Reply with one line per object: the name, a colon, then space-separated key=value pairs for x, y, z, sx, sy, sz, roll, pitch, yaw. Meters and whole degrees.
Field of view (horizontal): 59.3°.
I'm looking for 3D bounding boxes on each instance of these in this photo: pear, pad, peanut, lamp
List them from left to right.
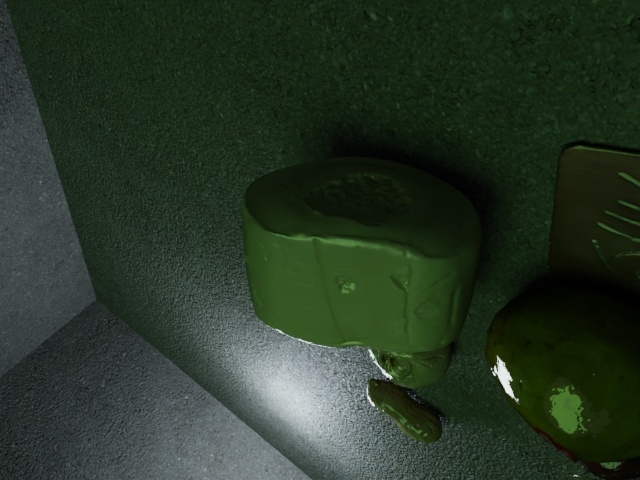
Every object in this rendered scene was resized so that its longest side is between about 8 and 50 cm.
peanut: x=0.245 y=0.507 z=1.682 sx=0.263 sy=0.101 sz=0.117 roll=37 pitch=126 yaw=12
pear: x=0.443 y=0.218 z=1.015 sx=0.375 sy=0.287 sz=0.287 roll=33 pitch=153 yaw=60
lamp: x=0.615 y=0.422 z=1.171 sx=0.157 sy=0.156 sz=0.134 roll=-23 pitch=66 yaw=25
pad: x=0.512 y=-0.009 z=0.890 sx=0.287 sy=0.018 sz=0.284 roll=18 pitch=135 yaw=34

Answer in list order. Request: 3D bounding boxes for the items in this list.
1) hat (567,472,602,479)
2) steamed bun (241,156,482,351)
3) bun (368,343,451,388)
hat: x=0.665 y=0.602 z=1.217 sx=0.257 sy=0.130 sz=0.257 roll=14 pitch=163 yaw=4
steamed bun: x=0.081 y=0.027 z=1.136 sx=0.456 sy=0.290 sz=0.371 roll=9 pitch=134 yaw=12
bun: x=0.206 y=0.274 z=1.427 sx=0.244 sy=0.153 sz=0.243 roll=33 pitch=146 yaw=25
